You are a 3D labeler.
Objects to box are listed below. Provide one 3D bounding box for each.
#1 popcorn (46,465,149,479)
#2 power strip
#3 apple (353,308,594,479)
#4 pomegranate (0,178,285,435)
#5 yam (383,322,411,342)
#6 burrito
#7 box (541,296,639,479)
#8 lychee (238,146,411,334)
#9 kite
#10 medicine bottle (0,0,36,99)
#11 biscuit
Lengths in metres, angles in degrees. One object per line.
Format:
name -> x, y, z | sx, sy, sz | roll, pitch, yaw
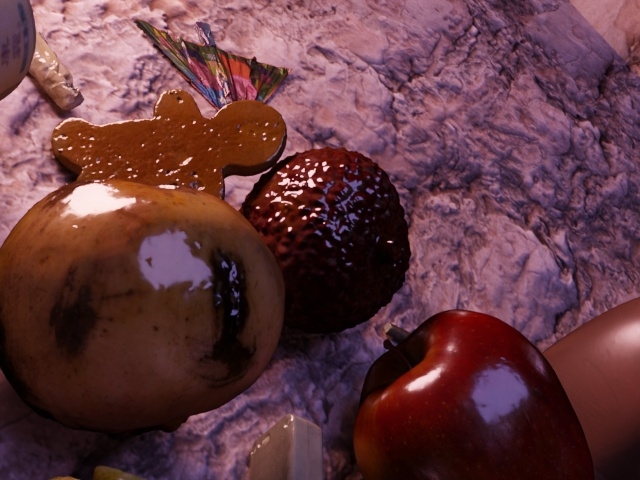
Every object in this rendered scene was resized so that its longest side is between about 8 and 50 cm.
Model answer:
popcorn -> -0.209, 0.317, 1.183 | 0.218, 0.189, 0.169 | 48, 35, 6
power strip -> -0.041, 0.334, 1.433 | 0.053, 0.093, 0.288 | 30, 37, -27
apple -> 0.190, 0.249, 1.616 | 0.317, 0.288, 0.288 | 53, 33, -6
pomegranate -> -0.197, 0.070, 1.365 | 0.322, 0.322, 0.322 | 28, 37, -24
yam -> 0.143, 0.153, 1.886 | 0.116, 0.021, 0.021 | 29, 37, -25
burrito -> -0.375, -0.237, 1.727 | 0.149, 0.041, 0.055 | 52, 21, 16
box -> 0.525, 0.241, 2.031 | 0.301, 0.216, 0.301 | 27, 40, -25
lychee -> 0.000, 0.000, 1.696 | 0.261, 0.260, 0.260 | 28, 37, -24
kite -> -0.151, -0.265, 2.017 | 0.321, 0.016, 0.234 | 11, 46, -40
medicine bottle -> -0.508, -0.185, 1.353 | 0.236, 0.236, 0.406 | 43, 33, -4
biscuit -> -0.189, -0.108, 1.656 | 0.302, 0.049, 0.196 | -16, 65, -9
